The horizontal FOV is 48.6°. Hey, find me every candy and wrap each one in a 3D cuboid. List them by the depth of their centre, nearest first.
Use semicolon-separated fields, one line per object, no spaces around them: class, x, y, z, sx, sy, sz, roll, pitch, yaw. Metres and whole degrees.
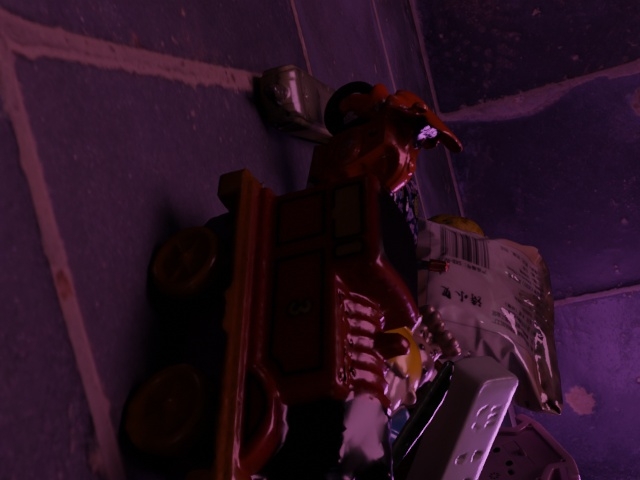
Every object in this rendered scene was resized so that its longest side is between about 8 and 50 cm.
candy;0.040;0.253;0.697;0.324;0.097;0.097;-54;146;-8

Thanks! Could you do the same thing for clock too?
clock;0.336;0.459;1.296;0.290;0.275;0.080;-137;-151;-72

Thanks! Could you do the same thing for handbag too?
handbag;0.109;-0.068;1.301;0.208;0.126;0.229;37;53;-66

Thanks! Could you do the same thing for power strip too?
power strip;0.165;0.340;0.982;0.091;0.062;0.386;2;112;-38
power strip;-0.016;-0.209;1.139;0.387;0.066;0.092;-7;86;-74

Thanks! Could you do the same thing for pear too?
pear;0.292;0.038;1.660;0.197;0.197;0.198;-13;90;-71

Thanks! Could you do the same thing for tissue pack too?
tissue pack;0.314;0.136;1.425;0.195;0.375;0.390;116;-13;-49

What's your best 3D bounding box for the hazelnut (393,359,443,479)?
hazelnut;0.125;0.256;1.062;0.178;0.177;0.204;11;64;-70

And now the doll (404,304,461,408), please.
doll;0.079;0.187;0.931;0.154;0.119;0.278;49;55;-9

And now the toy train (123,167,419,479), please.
toy train;-0.027;0.082;0.643;0.163;0.231;0.369;51;30;-46

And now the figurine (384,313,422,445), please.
figurine;0.020;0.162;0.761;0.185;0.234;0.127;26;5;-39

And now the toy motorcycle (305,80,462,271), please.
toy motorcycle;0.082;-0.080;0.996;0.147;0.221;0.326;30;67;-56
